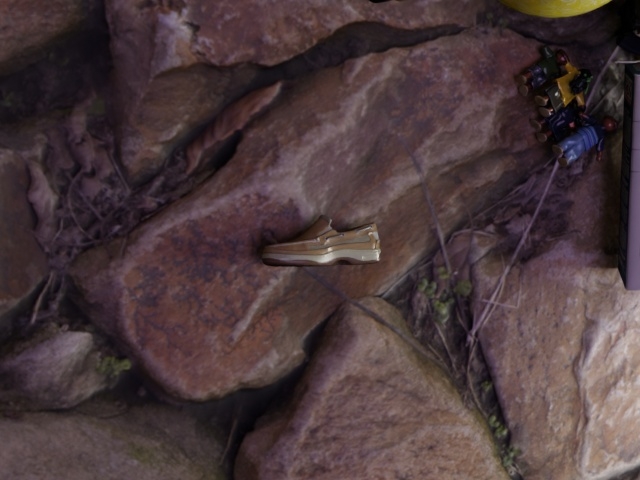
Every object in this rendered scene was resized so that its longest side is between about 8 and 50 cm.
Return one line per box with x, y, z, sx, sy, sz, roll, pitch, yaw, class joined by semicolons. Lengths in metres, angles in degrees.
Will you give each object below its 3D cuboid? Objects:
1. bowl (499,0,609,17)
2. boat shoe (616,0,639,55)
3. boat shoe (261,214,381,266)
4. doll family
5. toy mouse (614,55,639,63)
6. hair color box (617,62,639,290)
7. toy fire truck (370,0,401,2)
0.359;-0.422;1.598;0.289;0.156;0.290;-14;122;-23;bowl
0.613;-0.328;1.811;0.340;0.158;0.127;11;77;-10;boat shoe
0.000;0.000;1.697;0.190;0.068;0.072;-3;93;-35;boat shoe
0.380;-0.205;1.820;0.111;0.076;0.193;-34;121;-19;doll family
0.560;-0.267;1.910;0.161;0.031;0.143;-36;116;-13;toy mouse
0.562;-0.100;1.870;0.173;0.105;0.347;0;109;6;hair color box
0.109;-0.472;1.587;0.217;0.158;0.246;34;68;-34;toy fire truck
